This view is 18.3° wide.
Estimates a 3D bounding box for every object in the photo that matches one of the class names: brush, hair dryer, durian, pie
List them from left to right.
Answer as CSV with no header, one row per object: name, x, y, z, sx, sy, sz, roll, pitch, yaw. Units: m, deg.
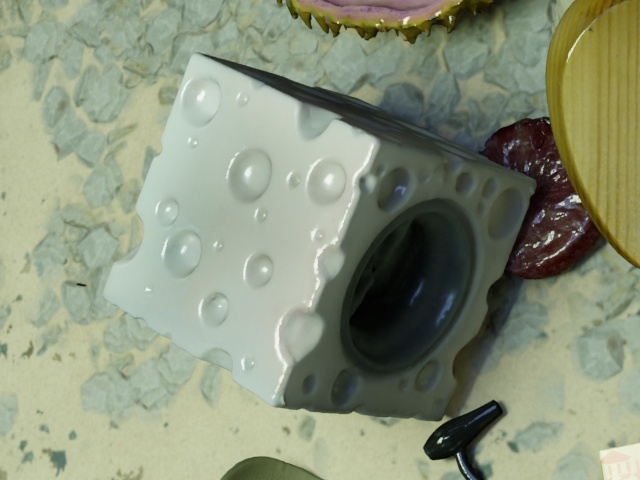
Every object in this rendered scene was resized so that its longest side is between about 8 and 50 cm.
durian,0.088,-0.272,1.880,0.341,0.112,0.191,-13,80,37
hair dryer,0.141,0.193,1.778,0.079,0.031,0.083,-33,76,11
pie,0.194,-0.039,1.792,0.154,0.036,0.154,-8,73,30
brush,0.272,-0.118,1.695,0.174,0.166,0.267,1,113,0

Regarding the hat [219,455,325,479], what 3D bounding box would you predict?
hat,-0.053,0.307,1.845,0.166,0.173,0.144,27,136,7

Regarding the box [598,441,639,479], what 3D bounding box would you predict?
box,0.284,0.198,1.688,0.093,0.015,0.058,-15,72,27

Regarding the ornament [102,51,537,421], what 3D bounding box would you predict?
ornament,0.000,0.000,1.756,0.240,0.239,0.240,28,101,40
